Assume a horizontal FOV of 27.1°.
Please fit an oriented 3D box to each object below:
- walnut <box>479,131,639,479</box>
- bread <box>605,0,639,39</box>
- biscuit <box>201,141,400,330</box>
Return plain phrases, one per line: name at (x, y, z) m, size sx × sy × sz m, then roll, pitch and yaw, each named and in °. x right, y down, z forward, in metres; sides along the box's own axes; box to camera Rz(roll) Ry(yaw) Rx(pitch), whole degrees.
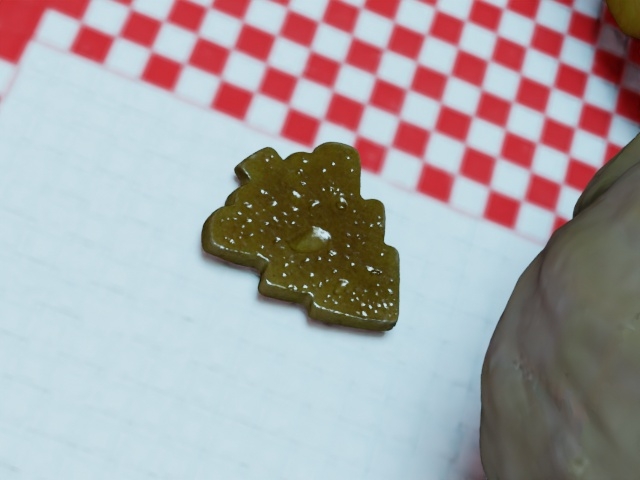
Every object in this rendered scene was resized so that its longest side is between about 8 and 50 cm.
walnut at (0.190, 0.067, 0.441) m, size 0.273 × 0.273 × 0.227 m, roll 31°, pitch 98°, yaw -1°
bread at (0.252, -0.161, 0.562) m, size 0.270 × 0.148 × 0.270 m, roll -8°, pitch 39°, yaw 7°
biscuit at (0.000, 0.000, 0.536) m, size 0.082 × 0.016 × 0.092 m, roll -38°, pitch 82°, yaw -31°
